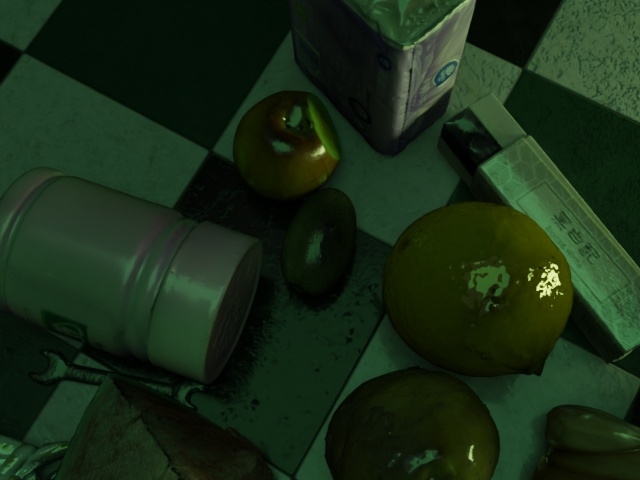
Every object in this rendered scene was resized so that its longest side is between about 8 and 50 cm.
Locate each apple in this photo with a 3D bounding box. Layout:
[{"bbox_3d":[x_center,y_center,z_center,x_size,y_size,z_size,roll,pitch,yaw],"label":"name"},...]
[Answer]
[{"bbox_3d":[-0.044,-0.135,1.257,0.163,0.147,0.146,-28,74,-8],"label":"apple"}]

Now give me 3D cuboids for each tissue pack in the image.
[{"bbox_3d":[0.077,-0.298,1.206,0.160,0.338,0.242,-39,76,-11],"label":"tissue pack"}]

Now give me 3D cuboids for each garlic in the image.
[{"bbox_3d":[0.369,0.337,1.101,0.228,0.110,0.217,20,85,43],"label":"garlic"}]

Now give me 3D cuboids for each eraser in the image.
[{"bbox_3d":[0.322,-0.019,1.232,0.096,0.098,0.404,-34,74,-8],"label":"eraser"}]

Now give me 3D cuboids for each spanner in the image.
[{"bbox_3d":[-0.284,0.196,1.231,0.255,0.015,0.054,9,73,5],"label":"spanner"}]

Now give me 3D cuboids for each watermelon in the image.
[{"bbox_3d":[-0.199,0.341,1.067,0.283,0.292,0.250,18,96,-5],"label":"watermelon"}]

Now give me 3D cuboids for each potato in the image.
[{"bbox_3d":[0.113,0.257,1.072,0.229,0.266,0.229,0,75,0],"label":"potato"}]

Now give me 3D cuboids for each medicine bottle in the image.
[{"bbox_3d":[-0.262,0.044,1.178,0.326,0.212,0.212,17,74,8],"label":"medicine bottle"}]

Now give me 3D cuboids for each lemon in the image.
[{"bbox_3d":[0.195,0.062,1.147,0.254,0.228,0.228,16,71,38],"label":"lemon"}]

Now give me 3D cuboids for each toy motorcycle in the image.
[{"bbox_3d":[-0.426,0.319,1.171,0.229,0.074,0.151,-15,69,0],"label":"toy motorcycle"}]

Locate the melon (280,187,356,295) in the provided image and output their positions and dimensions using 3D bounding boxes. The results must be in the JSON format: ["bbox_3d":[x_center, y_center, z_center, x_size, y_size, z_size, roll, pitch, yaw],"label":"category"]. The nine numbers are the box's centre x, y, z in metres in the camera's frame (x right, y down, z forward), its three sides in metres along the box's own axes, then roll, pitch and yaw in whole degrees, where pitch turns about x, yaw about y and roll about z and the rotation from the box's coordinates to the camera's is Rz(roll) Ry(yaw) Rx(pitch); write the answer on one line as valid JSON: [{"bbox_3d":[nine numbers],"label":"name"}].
[{"bbox_3d":[0.000,0.000,1.240,0.099,0.099,0.162,19,72,8],"label":"melon"}]
